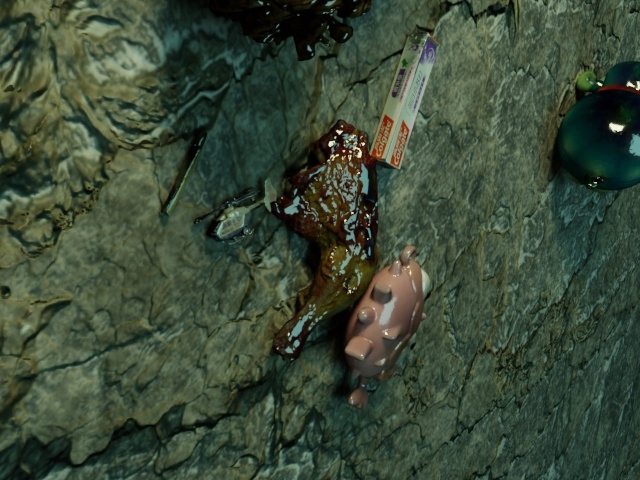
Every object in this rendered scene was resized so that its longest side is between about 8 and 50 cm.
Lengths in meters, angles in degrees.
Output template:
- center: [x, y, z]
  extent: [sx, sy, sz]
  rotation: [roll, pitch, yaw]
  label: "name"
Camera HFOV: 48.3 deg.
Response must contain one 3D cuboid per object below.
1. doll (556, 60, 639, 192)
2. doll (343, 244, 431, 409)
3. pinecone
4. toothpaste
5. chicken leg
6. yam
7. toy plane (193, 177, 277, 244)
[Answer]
- center: [0.582, -0.229, 1.408]
  extent: [0.186, 0.199, 0.321]
  rotation: [85, 28, -65]
  label: "doll"
- center: [0.093, 0.131, 1.060]
  extent: [0.211, 0.093, 0.261]
  rotation: [11, 100, -63]
  label: "doll"
- center: [-0.032, -0.293, 0.723]
  extent: [0.221, 0.221, 0.221]
  rotation: [-17, 114, -43]
  label: "pinecone"
- center: [0.123, -0.201, 1.035]
  extent: [0.047, 0.040, 0.196]
  rotation: [20, 87, -46]
  label: "toothpaste"
- center: [0.010, 0.002, 0.956]
  extent: [0.177, 0.083, 0.322]
  rotation: [-9, 107, -36]
  label: "chicken leg"
- center: [-0.151, -0.075, 0.795]
  extent: [0.014, 0.014, 0.107]
  rotation: [33, 77, -47]
  label: "yam"
- center: [-0.097, -0.031, 0.857]
  extent: [0.121, 0.031, 0.049]
  rotation: [-32, 115, -34]
  label: "toy plane"
